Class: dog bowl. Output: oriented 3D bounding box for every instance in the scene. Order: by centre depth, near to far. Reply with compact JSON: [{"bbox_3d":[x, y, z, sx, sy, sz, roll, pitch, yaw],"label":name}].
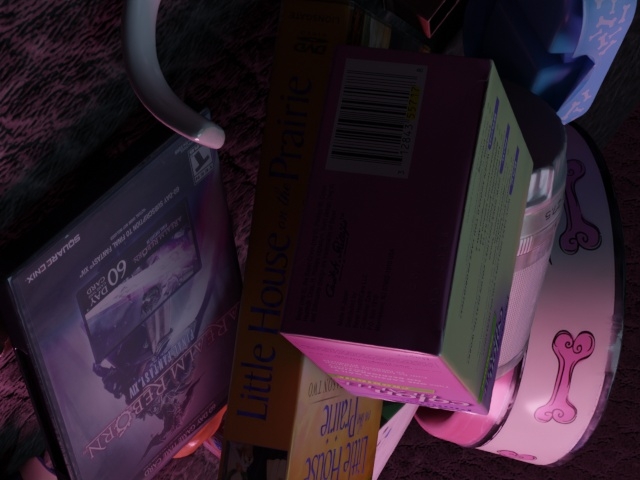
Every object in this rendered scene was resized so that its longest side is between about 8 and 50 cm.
[{"bbox_3d":[0.224,-0.217,1.717,0.074,0.166,0.297,-16,153,-19],"label":"dog bowl"},{"bbox_3d":[0.200,0.057,2.027,0.408,0.150,0.408,-179,-90,-74],"label":"dog bowl"}]

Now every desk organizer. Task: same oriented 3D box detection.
[{"bbox_3d":[0.112,-0.244,1.523,0.130,0.050,0.047,-52,168,-8],"label":"desk organizer"}]

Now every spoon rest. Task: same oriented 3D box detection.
[{"bbox_3d":[-0.047,-0.196,1.035,0.137,0.084,0.276,19,93,-79],"label":"spoon rest"}]

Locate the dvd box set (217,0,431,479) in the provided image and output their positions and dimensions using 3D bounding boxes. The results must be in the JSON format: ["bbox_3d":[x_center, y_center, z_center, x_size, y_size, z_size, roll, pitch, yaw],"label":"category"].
[{"bbox_3d":[0.007,0.030,1.423,0.307,0.062,0.420,6,92,-75],"label":"dvd box set"}]

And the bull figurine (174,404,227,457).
[{"bbox_3d":[-0.127,0.114,1.459,0.188,0.101,0.310,-38,170,-2],"label":"bull figurine"}]

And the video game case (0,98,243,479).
[{"bbox_3d":[-0.129,0.060,1.242,0.196,0.026,0.274,-44,143,-31],"label":"video game case"}]

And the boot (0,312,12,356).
[{"bbox_3d":[-0.185,0.027,1.195,0.114,0.037,0.106,-30,151,-51],"label":"boot"}]

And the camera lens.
[{"bbox_3d":[0.116,-0.004,1.717,0.219,0.219,0.274,-41,148,-47],"label":"camera lens"}]

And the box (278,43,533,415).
[{"bbox_3d":[0.071,-0.001,1.301,0.243,0.117,0.214,47,52,-70],"label":"box"}]

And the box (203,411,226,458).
[{"bbox_3d":[-0.013,0.155,1.986,0.257,0.122,0.128,-50,167,-18],"label":"box"}]

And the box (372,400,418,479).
[{"bbox_3d":[-0.003,0.270,1.919,0.322,0.058,0.232,-39,161,-50],"label":"box"}]

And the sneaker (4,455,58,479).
[{"bbox_3d":[-0.226,0.267,1.516,0.131,0.112,0.296,-52,169,-11],"label":"sneaker"}]
